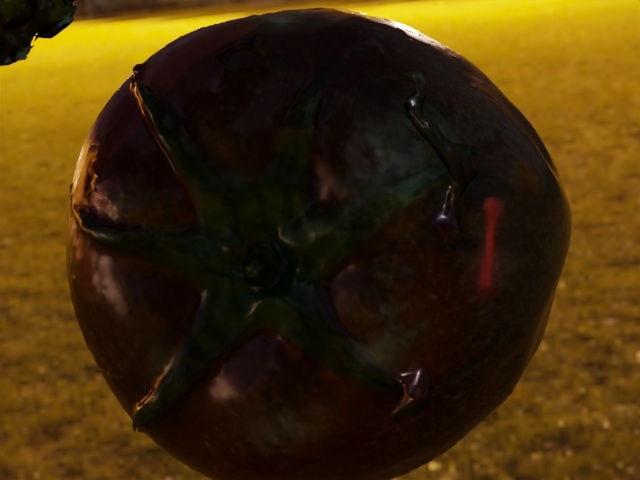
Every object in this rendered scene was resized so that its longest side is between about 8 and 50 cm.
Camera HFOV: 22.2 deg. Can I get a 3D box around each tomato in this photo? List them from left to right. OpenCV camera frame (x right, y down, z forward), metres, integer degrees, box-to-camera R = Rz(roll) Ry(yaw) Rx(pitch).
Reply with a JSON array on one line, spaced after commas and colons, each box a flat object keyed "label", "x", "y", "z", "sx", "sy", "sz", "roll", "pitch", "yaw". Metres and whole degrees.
[{"label": "tomato", "x": 0.000, "y": 0.000, "z": 1.011, "sx": 0.303, "sy": 0.303, "sz": 0.239, "roll": -4, "pitch": 5, "yaw": 17}]

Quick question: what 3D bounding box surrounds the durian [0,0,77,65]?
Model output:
[{"label": "durian", "x": -0.191, "y": -0.144, "z": 0.750, "sx": 0.352, "sy": 0.158, "sz": 0.169, "roll": -35, "pitch": 13, "yaw": -4}]
